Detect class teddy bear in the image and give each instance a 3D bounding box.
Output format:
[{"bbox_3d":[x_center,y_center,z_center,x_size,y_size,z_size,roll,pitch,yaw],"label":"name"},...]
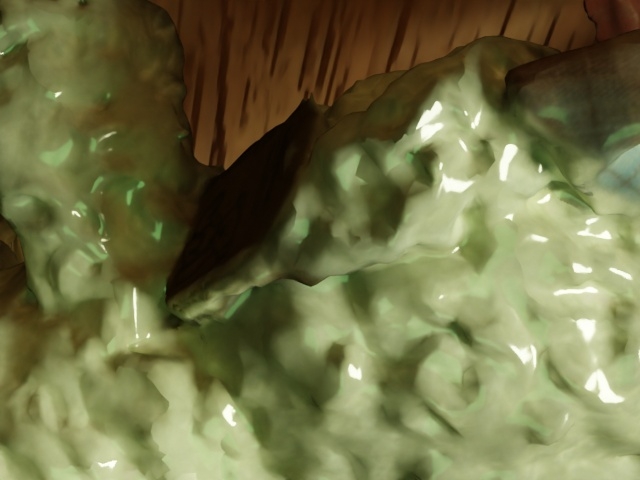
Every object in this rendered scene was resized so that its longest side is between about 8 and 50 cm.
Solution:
[{"bbox_3d":[0.000,0.000,0.487,0.362,0.375,0.327,-39,120,8],"label":"teddy bear"}]

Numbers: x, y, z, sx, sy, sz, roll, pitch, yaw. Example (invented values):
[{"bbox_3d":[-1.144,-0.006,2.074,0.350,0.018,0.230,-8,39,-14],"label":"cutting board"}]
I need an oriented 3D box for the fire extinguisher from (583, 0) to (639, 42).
[{"bbox_3d":[0.257,-0.118,0.390,0.337,0.107,0.147,-8,164,20],"label":"fire extinguisher"}]
